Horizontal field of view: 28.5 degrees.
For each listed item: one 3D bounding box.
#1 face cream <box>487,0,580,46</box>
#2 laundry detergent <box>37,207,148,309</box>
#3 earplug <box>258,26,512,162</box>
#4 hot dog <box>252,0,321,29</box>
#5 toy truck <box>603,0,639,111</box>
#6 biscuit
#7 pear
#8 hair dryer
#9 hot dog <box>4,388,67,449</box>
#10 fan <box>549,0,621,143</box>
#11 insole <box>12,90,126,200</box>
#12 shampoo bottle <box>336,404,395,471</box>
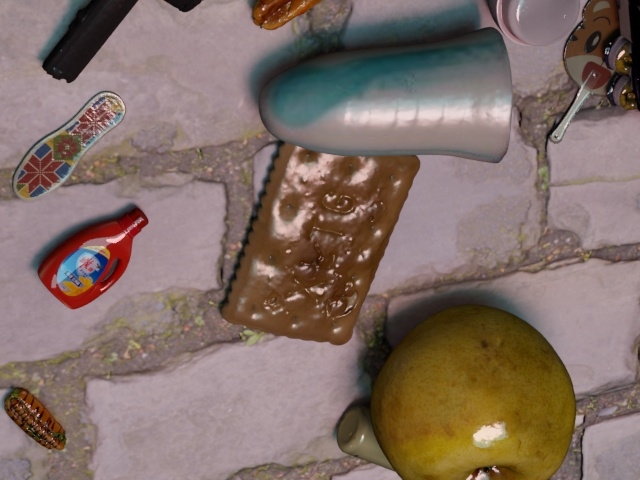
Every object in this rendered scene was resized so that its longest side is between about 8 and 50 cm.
[{"bbox_3d":[0.286,-0.324,1.706,0.117,0.104,0.117,-7,116,-14],"label":"face cream"},{"bbox_3d":[-0.301,0.020,1.734,0.165,0.049,0.097,-38,127,3],"label":"laundry detergent"},{"bbox_3d":[0.078,-0.186,1.690,0.324,0.185,0.185,-4,117,-6],"label":"earplug"},{"bbox_3d":[-0.030,-0.324,1.640,0.144,0.038,0.062,-33,132,15],"label":"hot dog"},{"bbox_3d":[0.501,-0.279,1.755,0.175,0.146,0.367,-27,130,-13],"label":"toy truck"},{"bbox_3d":[0.000,0.000,1.817,0.217,0.044,0.325,13,111,-23],"label":"biscuit"},{"bbox_3d":[0.228,0.238,1.865,0.304,0.304,0.304,-7,117,-13],"label":"pear"},{"bbox_3d":[-0.269,-0.300,1.572,0.197,0.089,0.251,29,111,-27],"label":"hair dryer"},{"bbox_3d":[-0.412,0.263,1.828,0.049,0.037,0.122,-36,118,6],"label":"hot dog"},{"bbox_3d":[0.400,-0.239,1.836,0.152,0.008,0.227,23,107,-26],"label":"fan"},{"bbox_3d":[-0.335,-0.124,1.677,0.193,0.006,0.065,-41,120,6],"label":"insole"},{"bbox_3d":[0.109,0.319,1.985,0.162,0.079,0.079,25,106,-26],"label":"shampoo bottle"}]
